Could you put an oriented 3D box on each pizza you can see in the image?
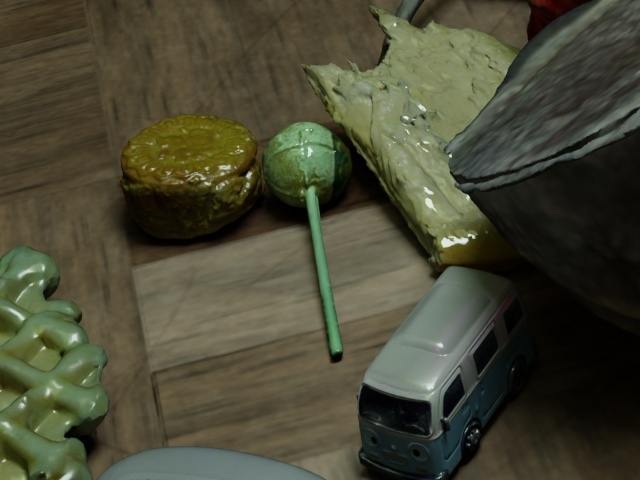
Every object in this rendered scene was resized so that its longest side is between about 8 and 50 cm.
[{"bbox_3d":[0.096,-0.085,1.310,0.181,0.034,0.262,-28,52,-18],"label":"pizza"}]

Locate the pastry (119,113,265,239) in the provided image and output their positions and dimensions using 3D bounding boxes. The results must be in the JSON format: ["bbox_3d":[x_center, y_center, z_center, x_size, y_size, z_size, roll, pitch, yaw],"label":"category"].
[{"bbox_3d":[-0.088,-0.045,1.331,0.097,0.057,0.109,-27,40,-20],"label":"pastry"}]

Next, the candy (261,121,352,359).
[{"bbox_3d":[0.000,0.000,1.263,0.061,0.061,0.202,-12,46,2],"label":"candy"}]

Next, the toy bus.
[{"bbox_3d":[0.070,0.074,1.115,0.060,0.075,0.123,14,44,30],"label":"toy bus"}]

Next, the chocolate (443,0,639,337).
[{"bbox_3d":[0.244,-0.050,1.097,0.303,0.213,0.303,-37,14,10],"label":"chocolate"}]

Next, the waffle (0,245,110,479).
[{"bbox_3d":[-0.280,0.109,1.187,0.309,0.056,0.292,-17,37,-7],"label":"waffle"}]

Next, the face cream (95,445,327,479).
[{"bbox_3d":[-0.099,0.240,0.945,0.163,0.080,0.336,5,41,21],"label":"face cream"}]

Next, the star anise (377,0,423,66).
[{"bbox_3d":[0.241,-0.228,1.409,0.316,0.139,0.359,12,52,35],"label":"star anise"}]

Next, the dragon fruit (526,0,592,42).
[{"bbox_3d":[0.186,-0.191,1.283,0.133,0.166,0.136,0,40,-19],"label":"dragon fruit"}]
